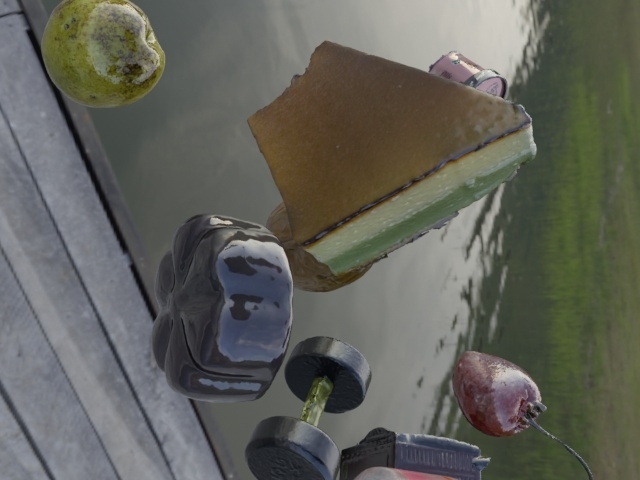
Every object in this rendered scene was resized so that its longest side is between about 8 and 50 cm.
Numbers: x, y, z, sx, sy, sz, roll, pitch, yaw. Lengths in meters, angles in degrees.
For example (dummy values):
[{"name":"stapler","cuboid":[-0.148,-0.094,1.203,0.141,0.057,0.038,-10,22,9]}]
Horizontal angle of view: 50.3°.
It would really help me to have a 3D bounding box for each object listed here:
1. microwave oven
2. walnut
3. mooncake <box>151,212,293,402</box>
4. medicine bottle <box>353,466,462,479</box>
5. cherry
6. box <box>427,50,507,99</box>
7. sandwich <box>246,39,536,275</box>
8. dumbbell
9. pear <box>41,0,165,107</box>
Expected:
[{"name":"microwave oven","cuboid":[0.151,0.434,1.178,0.178,0.247,0.188,15,62,-16]},{"name":"walnut","cuboid":[0.000,0.000,1.104,0.167,0.207,0.167,18,65,-45]},{"name":"mooncake","cuboid":[-0.126,0.087,0.867,0.134,0.245,0.244,9,76,-32]},{"name":"medicine bottle","cuboid":[0.150,0.386,0.911,0.247,0.147,0.147,21,66,-34]},{"name":"cherry","cuboid":[0.243,0.223,0.829,0.107,0.090,0.225,10,32,-46]},{"name":"box","cuboid":[0.302,-0.324,1.473,0.135,0.151,0.151,50,11,32]},{"name":"sandwich","cuboid":[0.060,-0.100,0.634,0.108,0.220,0.186,41,24,-60]},{"name":"dumbbell","cuboid":[-0.021,0.391,1.532,0.203,0.204,0.322,67,31,-29]},{"name":"pear","cuboid":[-0.364,-0.323,1.165,0.197,0.198,0.197,15,73,-60]}]
